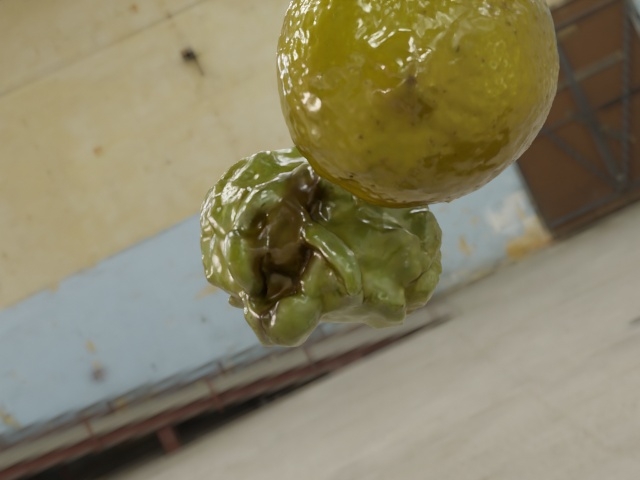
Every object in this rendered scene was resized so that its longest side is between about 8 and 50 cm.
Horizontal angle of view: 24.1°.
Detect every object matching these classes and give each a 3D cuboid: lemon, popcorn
[{"bbox_3d":[0.084,-0.156,1.328,0.253,0.253,0.310,-26,6,17],"label":"lemon"},{"bbox_3d":[0.000,0.000,1.513,0.256,0.195,0.255,14,21,10],"label":"popcorn"}]
